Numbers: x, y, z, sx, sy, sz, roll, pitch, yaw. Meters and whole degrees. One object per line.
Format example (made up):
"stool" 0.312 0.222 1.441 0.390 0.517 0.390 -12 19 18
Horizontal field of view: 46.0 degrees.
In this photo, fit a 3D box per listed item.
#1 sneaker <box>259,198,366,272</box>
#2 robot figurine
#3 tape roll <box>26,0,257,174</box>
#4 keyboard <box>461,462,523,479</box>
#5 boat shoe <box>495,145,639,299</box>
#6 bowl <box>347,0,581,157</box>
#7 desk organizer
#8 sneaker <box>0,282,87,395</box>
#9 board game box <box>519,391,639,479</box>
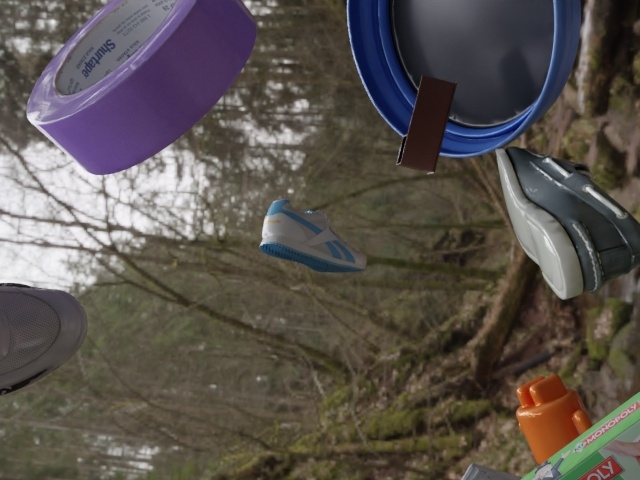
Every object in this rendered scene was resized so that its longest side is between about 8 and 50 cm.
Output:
"sneaker" 0.000 0.000 1.294 0.229 0.087 0.092 23 -112 -42
"robot figurine" 0.458 0.370 1.443 0.128 0.158 0.219 -9 -106 -63
"tape roll" -0.210 -0.208 0.882 0.090 0.275 0.274 47 -143 -36
"keyboard" 0.267 0.371 1.087 0.072 0.256 0.014 -55 42 7
"boat shoe" 0.273 -0.037 0.859 0.319 0.099 0.116 -89 -19 -67
"bowl" 0.194 -0.316 1.084 0.077 0.391 0.391 -21 -53 -35
"desk organizer" 0.148 -0.163 1.063 0.047 0.050 0.130 -125 48 -85
"sneaker" -0.429 0.114 0.799 0.210 0.366 0.137 159 104 -66
"board game box" 0.364 0.258 0.757 0.317 0.213 0.046 -41 4 13
